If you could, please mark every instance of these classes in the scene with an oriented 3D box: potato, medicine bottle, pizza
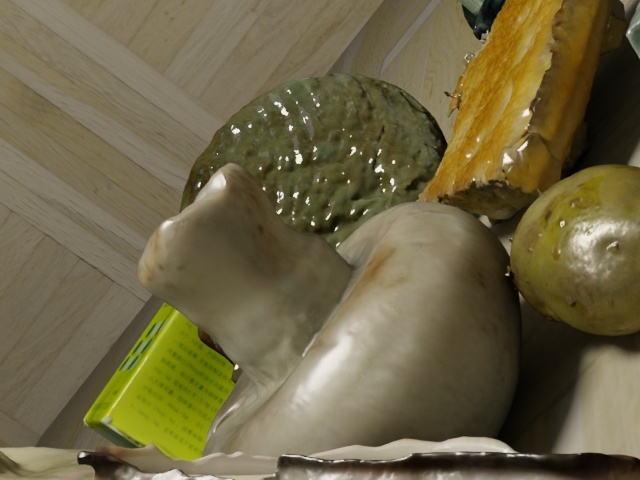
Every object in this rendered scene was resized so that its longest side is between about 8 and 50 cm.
[{"bbox_3d":[0.147,0.003,0.678,0.091,0.070,0.138,-56,10,-5],"label":"potato"},{"bbox_3d":[-0.113,0.121,1.314,0.250,0.141,0.137,-58,7,-17],"label":"medicine bottle"},{"bbox_3d":[0.159,-0.112,0.952,0.223,0.089,0.323,-57,10,51],"label":"pizza"}]

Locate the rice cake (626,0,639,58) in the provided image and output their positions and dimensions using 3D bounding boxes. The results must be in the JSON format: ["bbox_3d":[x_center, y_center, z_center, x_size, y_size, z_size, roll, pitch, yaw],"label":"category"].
[{"bbox_3d":[0.250,-0.173,0.812,0.063,0.069,0.206,-39,21,51],"label":"rice cake"}]

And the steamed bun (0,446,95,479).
[{"bbox_3d":[-0.116,0.242,0.703,0.268,0.207,0.280,85,-176,-55],"label":"steamed bun"}]

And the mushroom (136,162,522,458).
[{"bbox_3d":[-0.006,0.061,0.756,0.243,0.243,0.243,-52,10,13],"label":"mushroom"}]

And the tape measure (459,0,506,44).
[{"bbox_3d":[0.212,-0.275,1.227,0.207,0.115,0.235,-52,2,10],"label":"tape measure"}]

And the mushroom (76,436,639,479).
[{"bbox_3d":[0.042,0.168,0.529,0.236,0.173,0.162,-5,-6,29],"label":"mushroom"}]

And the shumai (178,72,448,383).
[{"bbox_3d":[0.000,0.000,1.122,0.272,0.222,0.203,-36,-29,-5],"label":"shumai"}]
